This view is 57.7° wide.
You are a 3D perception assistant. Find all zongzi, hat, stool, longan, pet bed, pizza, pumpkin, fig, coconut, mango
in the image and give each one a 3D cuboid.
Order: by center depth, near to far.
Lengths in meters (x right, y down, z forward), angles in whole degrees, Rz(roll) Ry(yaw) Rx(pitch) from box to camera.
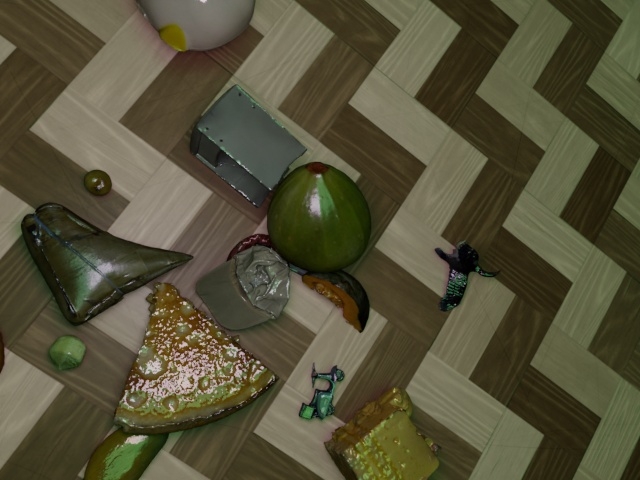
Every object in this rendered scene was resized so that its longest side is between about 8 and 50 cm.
[{"bbox_3d":[-0.662,0.296,1.521,0.088,0.088,0.096,26,48,-12],"label":"coconut"},{"bbox_3d":[-0.513,0.561,1.528,0.137,0.091,0.237,42,68,-13],"label":"mango"},{"bbox_3d":[-0.565,0.006,1.544,0.361,0.160,0.322,-28,92,-17],"label":"zongzi"},{"bbox_3d":[-0.611,-0.156,1.594,0.075,0.083,0.075,-8,124,-12],"label":"longan"},{"bbox_3d":[-0.363,0.303,1.594,0.440,0.130,0.405,-12,73,-18],"label":"pizza"},{"bbox_3d":[-0.005,-0.075,1.604,0.316,0.316,0.316,2,82,-16],"label":"fig"},{"bbox_3d":[-0.211,0.124,1.630,0.214,0.245,0.149,61,40,-16],"label":"hat"},{"bbox_3d":[-0.210,-0.257,1.636,0.270,0.244,0.170,41,75,-8],"label":"stool"},{"bbox_3d":[-0.183,0.082,1.697,0.201,0.053,0.201,0,89,-8],"label":"pet bed"},{"bbox_3d":[0.089,0.151,1.702,0.278,0.163,0.111,43,69,-16],"label":"pumpkin"}]

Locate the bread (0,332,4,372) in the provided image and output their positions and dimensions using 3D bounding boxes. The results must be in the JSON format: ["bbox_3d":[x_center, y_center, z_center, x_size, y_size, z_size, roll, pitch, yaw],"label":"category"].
[{"bbox_3d":[-0.918,0.280,1.456,0.236,0.070,0.236,3,81,-16],"label":"bread"}]

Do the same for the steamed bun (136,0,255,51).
[{"bbox_3d":[-0.358,-0.718,1.622,0.334,0.334,0.373,-33,87,-17],"label":"steamed bun"}]

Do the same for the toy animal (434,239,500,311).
[{"bbox_3d":[0.466,0.070,1.841,0.197,0.272,0.160,-9,50,-12],"label":"toy animal"}]

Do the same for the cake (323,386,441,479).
[{"bbox_3d":[0.189,0.583,1.656,0.286,0.222,0.227,-34,94,-18],"label":"cake"}]

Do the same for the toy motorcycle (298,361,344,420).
[{"bbox_3d":[0.005,0.444,1.707,0.100,0.058,0.173,20,80,-7],"label":"toy motorcycle"}]

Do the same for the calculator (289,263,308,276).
[{"bbox_3d":[0.000,0.000,1.781,0.161,0.021,0.261,28,76,-10],"label":"calculator"}]
